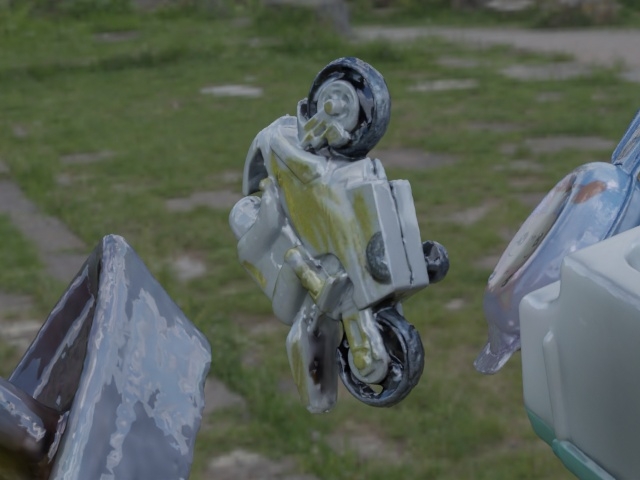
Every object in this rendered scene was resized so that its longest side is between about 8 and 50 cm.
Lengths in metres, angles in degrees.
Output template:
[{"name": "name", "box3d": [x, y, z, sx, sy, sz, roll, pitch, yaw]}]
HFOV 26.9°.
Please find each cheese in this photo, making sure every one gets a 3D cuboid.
[{"name": "cheese", "box3d": [0.170, -0.017, 0.841, 0.052, 0.245, 0.135, 35, -2, -6]}]

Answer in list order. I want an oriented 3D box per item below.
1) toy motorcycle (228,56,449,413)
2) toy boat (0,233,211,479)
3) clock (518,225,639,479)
[{"name": "toy motorcycle", "box3d": [0.000, 0.000, 0.879, 0.151, 0.229, 0.074, -8, 0, 39]}, {"name": "toy boat", "box3d": [-0.179, 0.104, 0.429, 0.293, 0.276, 0.111, 18, -15, -33]}, {"name": "clock", "box3d": [0.229, 0.043, 0.477, 0.231, 0.116, 0.262, -24, 30, -17]}]
